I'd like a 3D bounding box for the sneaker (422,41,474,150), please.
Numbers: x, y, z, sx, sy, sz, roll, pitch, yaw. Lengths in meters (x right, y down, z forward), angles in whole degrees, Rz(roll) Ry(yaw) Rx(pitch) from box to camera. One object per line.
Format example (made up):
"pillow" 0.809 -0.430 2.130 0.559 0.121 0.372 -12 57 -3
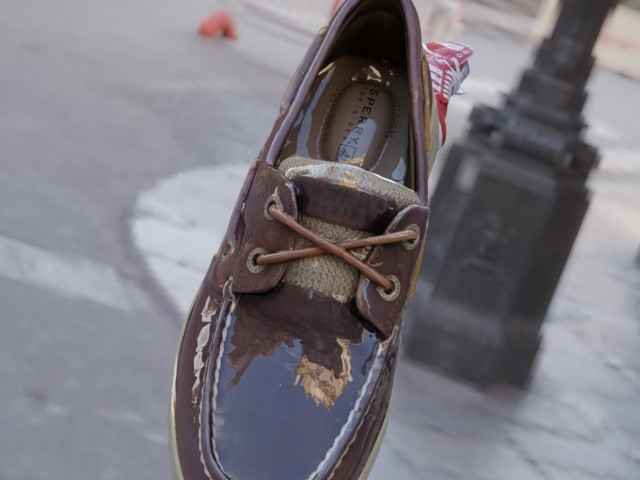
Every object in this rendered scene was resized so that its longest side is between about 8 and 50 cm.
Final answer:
"sneaker" 0.089 -0.109 1.408 0.067 0.042 0.118 -4 43 -17

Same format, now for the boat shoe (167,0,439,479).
"boat shoe" 0.000 0.000 1.030 0.123 0.123 0.342 16 54 6
